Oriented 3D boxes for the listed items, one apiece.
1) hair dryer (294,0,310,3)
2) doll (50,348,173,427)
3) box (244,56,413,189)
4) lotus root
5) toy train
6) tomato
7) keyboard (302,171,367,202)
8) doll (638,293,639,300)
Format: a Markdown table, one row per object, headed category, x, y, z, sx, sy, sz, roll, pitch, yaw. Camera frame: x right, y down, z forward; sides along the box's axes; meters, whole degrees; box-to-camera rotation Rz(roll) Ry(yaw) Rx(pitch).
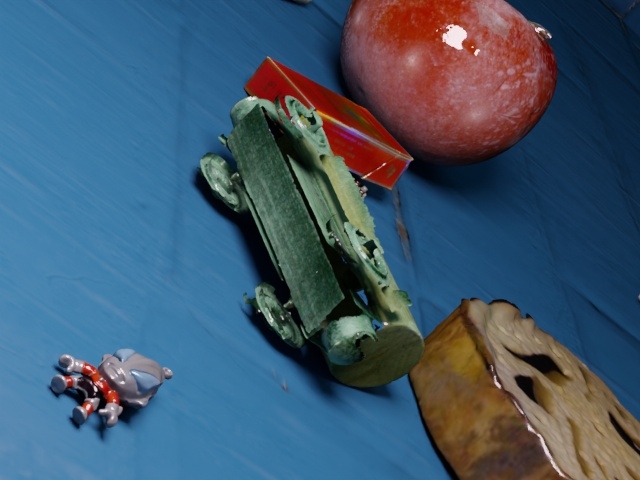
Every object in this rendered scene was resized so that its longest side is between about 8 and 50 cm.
| category | x | y | z | sx | sy | sz | roll | pitch | yaw |
| --- | --- | --- | --- | --- | --- | --- | --- | --- | --- |
| hair dryer | -0.059 | -0.353 | 2.121 | 0.124 | 0.038 | 0.063 | 51 | 21 | 21 |
| doll | -0.143 | 0.099 | 1.193 | 0.057 | 0.039 | 0.114 | 22 | 19 | 31 |
| box | 0.009 | -0.126 | 1.821 | 0.175 | 0.048 | 0.112 | 24 | 19 | -45 |
| lotus root | 0.254 | 0.214 | 1.671 | 0.390 | 0.111 | 0.375 | 40 | 21 | -12 |
| toy train | 0.007 | -0.004 | 1.533 | 0.189 | 0.126 | 0.307 | 25 | 31 | -46 |
| tomato | 0.146 | -0.208 | 2.004 | 0.270 | 0.227 | 0.270 | 36 | 6 | -4 |
| keyboard | 0.014 | -0.043 | 1.758 | 0.055 | 0.017 | 0.166 | 47 | 21 | -3 |
| doll | 0.526 | 0.162 | 2.340 | 0.114 | 0.057 | 0.227 | 37 | 22 | -38 |
